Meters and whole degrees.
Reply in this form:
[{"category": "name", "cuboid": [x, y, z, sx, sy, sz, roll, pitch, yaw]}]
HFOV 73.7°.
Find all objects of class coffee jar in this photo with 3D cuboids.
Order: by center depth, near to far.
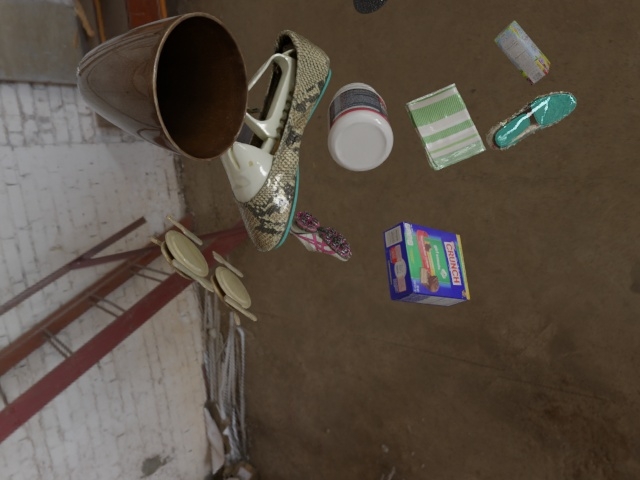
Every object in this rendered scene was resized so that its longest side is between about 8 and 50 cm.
[{"category": "coffee jar", "cuboid": [-0.232, -0.325, 1.400, 0.096, 0.079, 0.184, -63, 11, -3]}]

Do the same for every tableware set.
[{"category": "tableware set", "cuboid": [-0.184, 0.058, 0.683, 0.039, 0.194, 0.128, -37, 41, 6]}]

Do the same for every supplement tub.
[{"category": "supplement tub", "cuboid": [0.117, -0.357, 1.322, 0.272, 0.191, 0.191, -89, 24, -49]}]

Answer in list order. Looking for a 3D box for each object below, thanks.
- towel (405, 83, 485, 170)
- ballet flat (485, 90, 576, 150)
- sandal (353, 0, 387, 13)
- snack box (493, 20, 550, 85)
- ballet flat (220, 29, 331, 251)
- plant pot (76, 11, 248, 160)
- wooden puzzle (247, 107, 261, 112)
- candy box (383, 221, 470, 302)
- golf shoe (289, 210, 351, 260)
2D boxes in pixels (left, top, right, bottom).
[{"category": "towel", "cuboid": [0.539, -0.492, 1.855, 0.248, 0.038, 0.324, -23, 86, 1]}, {"category": "ballet flat", "cuboid": [0.535, -0.316, 1.113, 0.091, 0.241, 0.077, 63, -178, -15]}, {"category": "sandal", "cuboid": [0.106, -0.495, 0.756, 0.040, 0.067, 0.179, -112, 37, -65]}, {"category": "snack box", "cuboid": [0.709, -0.660, 1.495, 0.207, 0.174, 0.070, 46, 131, -5]}, {"category": "ballet flat", "cuboid": [-0.114, -0.226, 0.911, 0.164, 0.182, 0.482, 5, 76, 45]}, {"category": "plant pot", "cuboid": [-0.275, -0.254, 0.703, 0.231, 0.215, 0.215, 13, 111, 24]}, {"category": "wooden puzzle", "cuboid": [-0.180, -0.331, 1.095, 0.049, 0.083, 0.006, -5, 99, 12]}, {"category": "candy box", "cuboid": [0.399, 0.095, 1.596, 0.122, 0.317, 0.268, -28, 59, 48]}, {"category": "golf shoe", "cuboid": [0.000, 0.000, 1.161, 0.186, 0.067, 0.086, 37, 131, 6]}]
